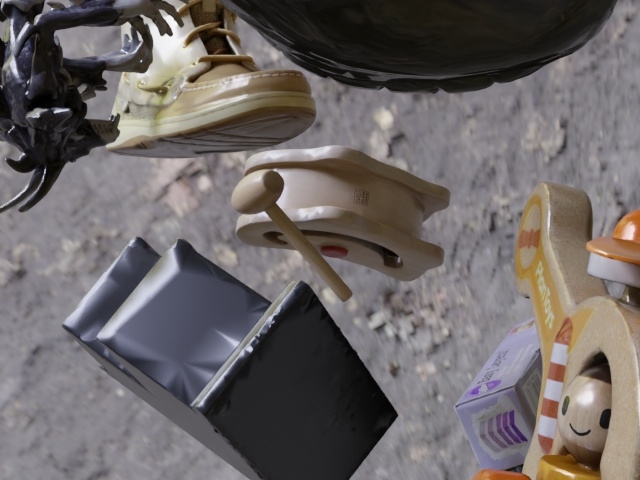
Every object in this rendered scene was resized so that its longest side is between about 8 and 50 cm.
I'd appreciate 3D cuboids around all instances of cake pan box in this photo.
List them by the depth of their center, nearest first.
[{"bbox_3d":[0.223,0.210,1.467,0.070,0.267,0.245,-24,96,22],"label":"cake pan box"}]

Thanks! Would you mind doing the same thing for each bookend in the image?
[{"bbox_3d":[-0.060,0.045,0.776,0.157,0.156,0.072,32,77,30],"label":"bookend"}]

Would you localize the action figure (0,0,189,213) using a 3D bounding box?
[{"bbox_3d":[-0.170,-0.155,1.147,0.141,0.164,0.275,2,89,-23],"label":"action figure"}]

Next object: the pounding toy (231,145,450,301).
[{"bbox_3d":[0.000,0.000,1.613,0.154,0.270,0.154,-14,63,49],"label":"pounding toy"}]

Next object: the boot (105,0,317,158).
[{"bbox_3d":[-0.088,-0.171,1.259,0.095,0.262,0.203,4,87,-29],"label":"boot"}]

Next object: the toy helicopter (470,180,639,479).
[{"bbox_3d":[0.163,0.055,0.992,0.140,0.235,0.355,8,30,-6],"label":"toy helicopter"}]

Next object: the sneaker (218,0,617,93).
[{"bbox_3d":[-0.035,-0.130,0.558,0.286,0.130,0.109,20,91,13],"label":"sneaker"}]
